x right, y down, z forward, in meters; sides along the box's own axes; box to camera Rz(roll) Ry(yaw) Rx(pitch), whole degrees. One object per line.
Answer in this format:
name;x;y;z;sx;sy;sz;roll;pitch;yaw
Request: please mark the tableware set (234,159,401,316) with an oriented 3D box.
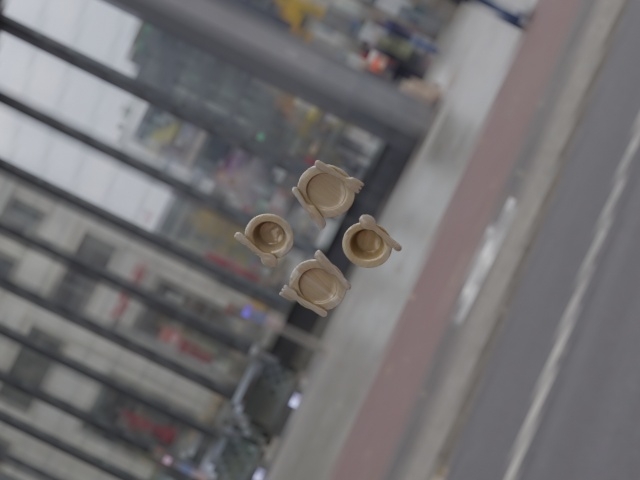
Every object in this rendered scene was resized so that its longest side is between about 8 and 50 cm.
tableware set;0.000;0.000;2.114;0.168;0.141;0.020;-41;12;25
